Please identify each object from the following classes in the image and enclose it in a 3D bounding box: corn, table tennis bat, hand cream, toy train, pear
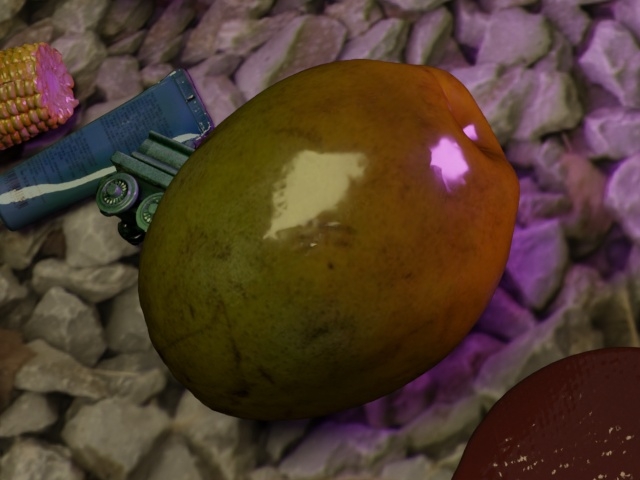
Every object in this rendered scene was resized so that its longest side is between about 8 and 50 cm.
[{"bbox_3d":[-0.345,-0.107,1.714,0.244,0.093,0.093,-23,57,11],"label":"corn"},{"bbox_3d":[0.168,0.183,1.361,0.310,0.038,0.200,-19,56,14],"label":"table tennis bat"},{"bbox_3d":[-0.205,-0.074,1.669,0.224,0.048,0.083,-28,56,1],"label":"hand cream"},{"bbox_3d":[-0.109,-0.035,1.585,0.170,0.071,0.111,24,68,32],"label":"toy train"},{"bbox_3d":[0.000,0.000,1.412,0.307,0.253,0.253,-29,56,16],"label":"pear"}]
